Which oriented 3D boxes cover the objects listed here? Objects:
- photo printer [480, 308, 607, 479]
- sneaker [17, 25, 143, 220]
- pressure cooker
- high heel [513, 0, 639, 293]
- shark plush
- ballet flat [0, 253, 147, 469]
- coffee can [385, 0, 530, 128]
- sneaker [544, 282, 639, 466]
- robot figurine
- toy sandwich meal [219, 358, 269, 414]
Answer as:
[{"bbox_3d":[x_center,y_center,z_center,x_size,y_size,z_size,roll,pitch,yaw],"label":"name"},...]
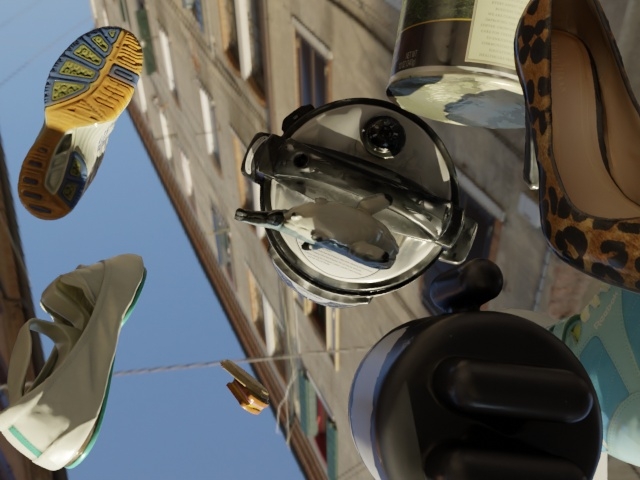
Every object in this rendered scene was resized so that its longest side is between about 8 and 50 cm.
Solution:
[{"bbox_3d":[0.264,0.245,0.937,0.256,0.107,0.307,13,-105,-29],"label":"photo printer"},{"bbox_3d":[-0.354,-0.173,1.045,0.112,0.296,0.131,27,177,-13],"label":"sneaker"},{"bbox_3d":[0.062,-0.072,1.348,0.370,0.420,0.375,-21,-95,-4],"label":"pressure cooker"},{"bbox_3d":[0.202,-0.081,0.497,0.093,0.186,0.261,-11,-149,-5],"label":"high heel"},{"bbox_3d":[0.000,0.000,0.675,0.161,0.067,0.073,1,-116,-15],"label":"shark plush"},{"bbox_3d":[-0.335,0.121,0.979,0.139,0.139,0.400,-1,-144,0],"label":"ballet flat"},{"bbox_3d":[0.198,-0.290,0.833,0.202,0.275,0.201,10,176,1],"label":"coffee can"},{"bbox_3d":[0.295,0.067,0.716,0.127,0.319,0.208,13,169,-29],"label":"sneaker"},{"bbox_3d":[0.112,0.144,0.585,0.209,0.278,0.173,-44,-92,-10],"label":"robot figurine"},{"bbox_3d":[-0.098,0.182,0.887,0.085,0.085,0.029,34,-98,35],"label":"toy sandwich meal"}]
